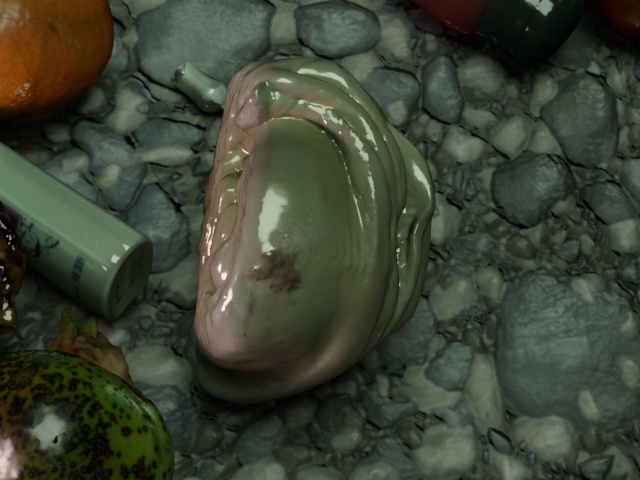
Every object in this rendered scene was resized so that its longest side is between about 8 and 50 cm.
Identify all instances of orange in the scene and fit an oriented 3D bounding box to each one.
[{"bbox_3d":[-0.317,-0.209,1.860,0.224,0.170,0.224,19,29,-11],"label":"orange"}]

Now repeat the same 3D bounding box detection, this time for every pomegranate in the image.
[{"bbox_3d":[-0.240,0.188,1.679,0.222,0.276,0.204,21,101,-2],"label":"pomegranate"}]

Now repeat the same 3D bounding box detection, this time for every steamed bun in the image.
[{"bbox_3d":[0.001,-0.010,1.725,0.219,0.324,0.309,8,69,-7],"label":"steamed bun"}]

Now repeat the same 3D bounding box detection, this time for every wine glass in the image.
[{"bbox_3d":[-0.118,-0.149,1.943,0.083,0.042,0.039,36,26,15],"label":"wine glass"}]

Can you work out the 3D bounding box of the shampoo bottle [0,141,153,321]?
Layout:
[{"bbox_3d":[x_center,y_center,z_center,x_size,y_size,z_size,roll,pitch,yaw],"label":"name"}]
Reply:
[{"bbox_3d":[-0.326,-0.049,1.804,0.359,0.134,0.078,32,63,13],"label":"shampoo bottle"}]

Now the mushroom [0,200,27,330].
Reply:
[{"bbox_3d":[-0.405,0.048,1.691,0.283,0.263,0.195,-8,98,4],"label":"mushroom"}]

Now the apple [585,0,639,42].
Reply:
[{"bbox_3d":[0.367,-0.304,2.012,0.181,0.181,0.168,14,43,0],"label":"apple"}]

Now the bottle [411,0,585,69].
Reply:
[{"bbox_3d":[0.130,-0.316,2.009,0.336,0.144,0.144,39,64,10],"label":"bottle"}]
